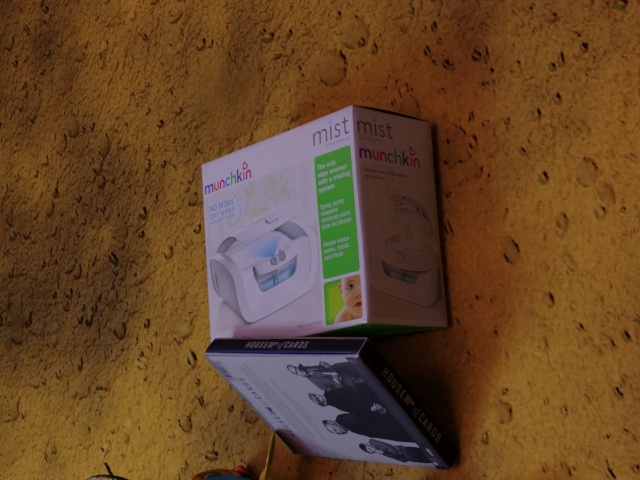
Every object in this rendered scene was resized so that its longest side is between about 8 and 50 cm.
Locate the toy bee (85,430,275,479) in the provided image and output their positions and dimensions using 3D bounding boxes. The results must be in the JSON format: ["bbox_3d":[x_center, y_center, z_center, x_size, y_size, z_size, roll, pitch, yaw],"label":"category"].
[{"bbox_3d":[-0.091,0.297,1.416,0.298,0.162,0.195,34,109,16],"label":"toy bee"}]

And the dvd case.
[{"bbox_3d":[0.008,0.169,1.305,0.239,0.179,0.029,-4,43,47],"label":"dvd case"}]

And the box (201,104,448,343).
[{"bbox_3d":[0.000,0.000,1.366,0.262,0.127,0.231,-15,74,47],"label":"box"}]
